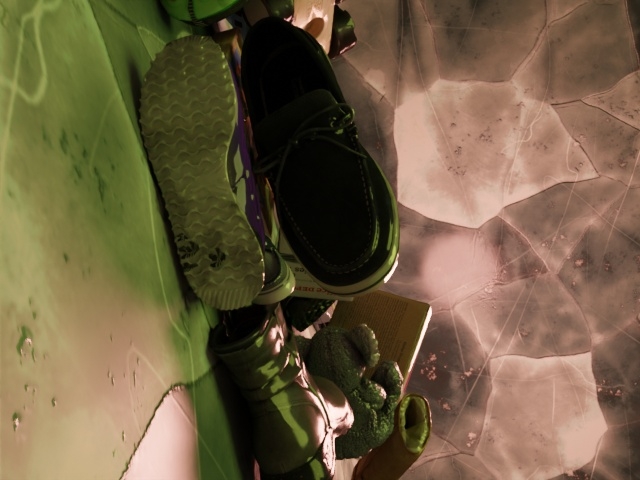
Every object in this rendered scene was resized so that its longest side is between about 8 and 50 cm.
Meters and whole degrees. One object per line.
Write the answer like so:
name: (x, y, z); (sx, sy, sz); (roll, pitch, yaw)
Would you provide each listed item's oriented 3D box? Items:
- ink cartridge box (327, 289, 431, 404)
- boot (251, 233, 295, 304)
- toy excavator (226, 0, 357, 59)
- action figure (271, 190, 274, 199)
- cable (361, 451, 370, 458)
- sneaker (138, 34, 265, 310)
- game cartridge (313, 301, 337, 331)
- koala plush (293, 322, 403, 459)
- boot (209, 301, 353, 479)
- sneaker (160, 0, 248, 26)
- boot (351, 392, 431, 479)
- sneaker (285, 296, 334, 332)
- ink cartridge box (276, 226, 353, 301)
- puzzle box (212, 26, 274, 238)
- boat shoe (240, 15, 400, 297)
ink cartridge box: (0.105, 0.223, 1.396); (0.088, 0.193, 0.234); (71, 40, -62)
boot: (-0.095, 0.008, 0.846); (0.190, 0.069, 0.086); (39, -24, 59)
toy excavator: (-0.143, -0.575, 1.274); (0.445, 0.222, 0.433); (45, -24, 20)
action figure: (-0.078, -0.126, 1.140); (0.038, 0.030, 0.115); (77, 8, -60)
cable: (0.102, 0.563, 1.912); (0.139, 0.072, 0.287); (60, -16, 29)
sneaker: (-0.124, -0.073, 0.750); (0.146, 0.102, 0.293); (-66, 147, -88)
game cartridge: (0.009, 0.174, 1.787); (0.294, 0.060, 0.196); (69, 5, -57)
koala plush: (0.037, 0.242, 1.168); (0.203, 0.196, 0.221); (-76, 158, -57)
boot: (-0.044, 0.171, 0.884); (0.338, 0.118, 0.222); (-92, 163, -87)
sneaker: (-0.088, -0.479, 1.007); (0.202, 0.185, 0.482); (83, 25, -57)
boot: (0.123, 0.455, 1.265); (0.236, 0.089, 0.269); (-85, -165, -46)
sneaker: (-0.029, 0.075, 1.403); (0.146, 0.134, 0.343); (39, 18, -5)
ink cartridge box: (0.000, 0.000, 1.200); (0.087, 0.153, 0.208); (-95, -169, -59)
puzzle box: (-0.136, -0.191, 1.140); (0.409, 0.052, 0.272); (-95, 170, -62)
boat shoe: (-0.019, -0.143, 1.021); (0.156, 0.187, 0.500); (40, 30, -59)
